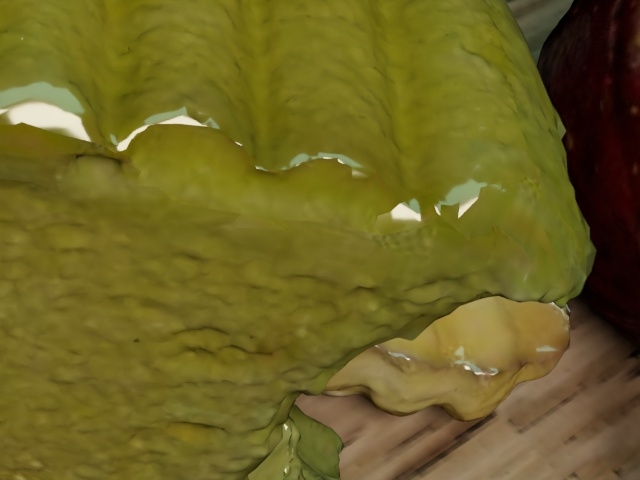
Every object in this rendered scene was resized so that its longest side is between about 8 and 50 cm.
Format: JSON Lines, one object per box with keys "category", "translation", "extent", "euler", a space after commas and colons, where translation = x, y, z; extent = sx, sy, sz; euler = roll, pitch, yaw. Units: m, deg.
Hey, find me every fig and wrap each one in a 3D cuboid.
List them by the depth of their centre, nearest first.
{"category": "fig", "translation": [0.160, -0.018, 0.739], "extent": [0.186, 0.204, 0.249], "euler": [46, 45, -11]}

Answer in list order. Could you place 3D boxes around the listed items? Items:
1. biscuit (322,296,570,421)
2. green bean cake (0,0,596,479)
{"category": "biscuit", "translation": [0.000, 0.000, 0.740], "extent": [0.118, 0.061, 0.183], "euler": [-15, 58, -35]}
{"category": "green bean cake", "translation": [-0.063, 0.011, 0.568], "extent": [0.233, 0.236, 0.124], "euler": [13, 46, -15]}
